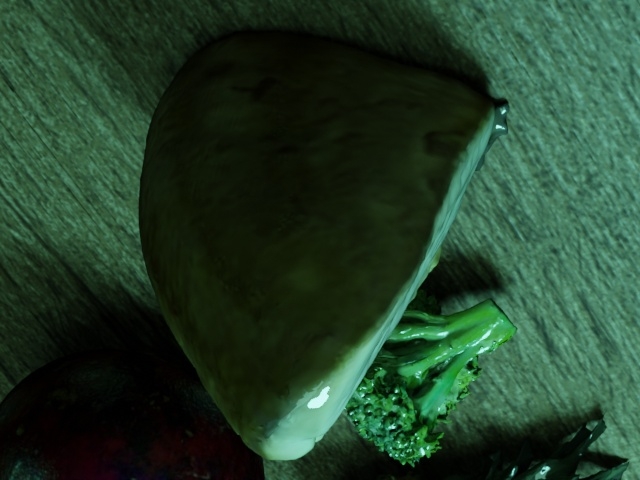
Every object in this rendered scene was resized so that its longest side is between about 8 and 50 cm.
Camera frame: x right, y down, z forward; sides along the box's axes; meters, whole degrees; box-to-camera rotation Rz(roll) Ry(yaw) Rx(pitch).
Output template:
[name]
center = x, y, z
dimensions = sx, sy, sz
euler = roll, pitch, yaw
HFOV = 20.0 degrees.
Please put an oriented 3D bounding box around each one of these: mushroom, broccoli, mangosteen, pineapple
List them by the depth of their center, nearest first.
[mushroom]
center = -0.043, -0.007, 1.587
dimensions = 0.314, 0.397, 0.224
euler = 23, 129, 4
[broccoli]
center = 0.108, 0.121, 1.793
dimensions = 0.194, 0.194, 0.220
euler = -5, 164, 22
[mangosteen]
center = -0.219, 0.288, 1.917
dimensions = 0.306, 0.359, 0.306
euler = 17, 170, 3
[pineapple]
center = 0.162, 0.302, 1.918
dimensions = 0.364, 0.165, 0.165
euler = -20, 119, 29
